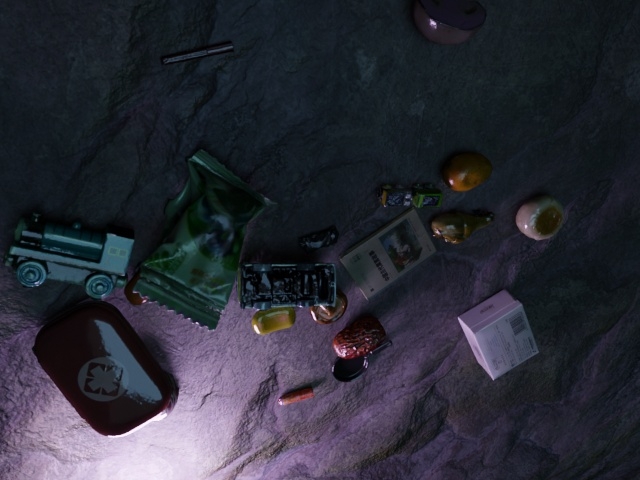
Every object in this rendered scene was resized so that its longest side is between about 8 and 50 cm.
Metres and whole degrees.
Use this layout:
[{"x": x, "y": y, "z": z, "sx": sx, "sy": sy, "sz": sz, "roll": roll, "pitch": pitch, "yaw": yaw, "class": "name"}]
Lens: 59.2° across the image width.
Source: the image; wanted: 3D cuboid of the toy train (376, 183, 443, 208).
[{"x": 0.267, "y": -0.132, "z": 1.679, "sx": 0.202, "sy": 0.081, "sz": 0.060, "roll": -3, "pitch": 118, "yaw": -17, "class": "toy train"}]

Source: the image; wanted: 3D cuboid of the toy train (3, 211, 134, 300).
[{"x": -0.634, "y": 0.033, "z": 1.442, "sx": 0.298, "sy": 0.120, "sz": 0.194, "roll": 14, "pitch": 104, "yaw": -25, "class": "toy train"}]

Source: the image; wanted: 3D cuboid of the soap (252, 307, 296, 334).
[{"x": -0.145, "y": 0.245, "z": 1.757, "sx": 0.140, "sy": 0.045, "sz": 0.089, "roll": -14, "pitch": 117, "yaw": -10, "class": "soap"}]

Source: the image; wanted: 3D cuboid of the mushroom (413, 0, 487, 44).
[{"x": 0.318, "y": -0.570, "z": 1.450, "sx": 0.188, "sy": 0.141, "sz": 0.117, "roll": 15, "pitch": 145, "yaw": -15, "class": "mushroom"}]

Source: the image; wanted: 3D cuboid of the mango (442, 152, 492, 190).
[{"x": 0.445, "y": -0.210, "z": 1.695, "sx": 0.164, "sy": 0.089, "sz": 0.115, "roll": -23, "pitch": 123, "yaw": -9, "class": "mango"}]

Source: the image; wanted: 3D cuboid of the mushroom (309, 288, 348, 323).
[{"x": 0.027, "y": 0.208, "z": 1.773, "sx": 0.127, "sy": 0.087, "sz": 0.127, "roll": -6, "pitch": 117, "yaw": -11, "class": "mushroom"}]

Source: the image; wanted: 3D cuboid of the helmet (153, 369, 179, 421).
[{"x": -0.515, "y": 0.484, "z": 1.722, "sx": 0.153, "sy": 0.107, "sz": 0.177, "roll": -24, "pitch": 122, "yaw": -2, "class": "helmet"}]

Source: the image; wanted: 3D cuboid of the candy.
[{"x": -0.299, "y": 0.006, "z": 1.454, "sx": 0.262, "sy": 0.172, "sz": 0.398, "roll": 28, "pitch": 69, "yaw": -25, "class": "candy"}]

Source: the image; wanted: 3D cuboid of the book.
[{"x": 0.221, "y": 0.045, "z": 1.791, "sx": 0.282, "sy": 0.025, "sz": 0.215, "roll": -35, "pitch": 123, "yaw": 0, "class": "book"}]

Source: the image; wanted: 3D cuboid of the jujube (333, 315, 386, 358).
[{"x": 0.127, "y": 0.322, "z": 1.852, "sx": 0.176, "sy": 0.112, "sz": 0.109, "roll": -30, "pitch": 89, "yaw": 0, "class": "jujube"}]

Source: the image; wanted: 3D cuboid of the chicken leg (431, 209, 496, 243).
[{"x": 0.455, "y": -0.046, "z": 1.795, "sx": 0.227, "sy": 0.088, "sz": 0.103, "roll": -8, "pitch": 109, "yaw": -22, "class": "chicken leg"}]

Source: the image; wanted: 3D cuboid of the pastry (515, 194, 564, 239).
[{"x": 0.724, "y": -0.078, "z": 1.860, "sx": 0.156, "sy": 0.092, "sz": 0.157, "roll": -10, "pitch": 121, "yaw": -17, "class": "pastry"}]

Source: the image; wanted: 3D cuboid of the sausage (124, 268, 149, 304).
[{"x": -0.460, "y": 0.095, "z": 1.555, "sx": 0.197, "sy": 0.076, "sz": 0.076, "roll": -46, "pitch": 121, "yaw": 6, "class": "sausage"}]

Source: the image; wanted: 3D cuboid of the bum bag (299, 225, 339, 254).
[{"x": -0.001, "y": 0.000, "z": 1.684, "sx": 0.124, "sy": 0.034, "sz": 0.058, "roll": -18, "pitch": 112, "yaw": -10, "class": "bum bag"}]

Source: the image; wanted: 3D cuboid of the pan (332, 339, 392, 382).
[{"x": 0.145, "y": 0.407, "z": 1.952, "sx": 0.235, "sy": 0.028, "sz": 0.136, "roll": -32, "pitch": 123, "yaw": 3, "class": "pan"}]

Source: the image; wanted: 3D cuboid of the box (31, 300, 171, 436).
[{"x": -0.599, "y": 0.362, "z": 1.574, "sx": 0.263, "sy": 0.108, "sz": 0.404, "roll": -31, "pitch": 106, "yaw": -2, "class": "box"}]

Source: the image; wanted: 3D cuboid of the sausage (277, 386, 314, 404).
[{"x": -0.088, "y": 0.537, "z": 1.939, "sx": 0.129, "sy": 0.034, "sz": 0.034, "roll": -13, "pitch": 120, "yaw": -12, "class": "sausage"}]

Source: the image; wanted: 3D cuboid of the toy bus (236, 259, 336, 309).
[{"x": -0.106, "y": 0.124, "z": 1.635, "sx": 0.275, "sy": 0.164, "sz": 0.134, "roll": 1, "pitch": 91, "yaw": -20, "class": "toy bus"}]

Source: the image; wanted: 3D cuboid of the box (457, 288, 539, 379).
[{"x": 0.645, "y": 0.341, "z": 2.037, "sx": 0.203, "sy": 0.116, "sz": 0.274, "roll": -32, "pitch": 122, "yaw": -1, "class": "box"}]

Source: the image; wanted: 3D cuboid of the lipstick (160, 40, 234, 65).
[{"x": -0.296, "y": -0.449, "z": 1.353, "sx": 0.176, "sy": 0.027, "sz": 0.027, "roll": -15, "pitch": 120, "yaw": -9, "class": "lipstick"}]
